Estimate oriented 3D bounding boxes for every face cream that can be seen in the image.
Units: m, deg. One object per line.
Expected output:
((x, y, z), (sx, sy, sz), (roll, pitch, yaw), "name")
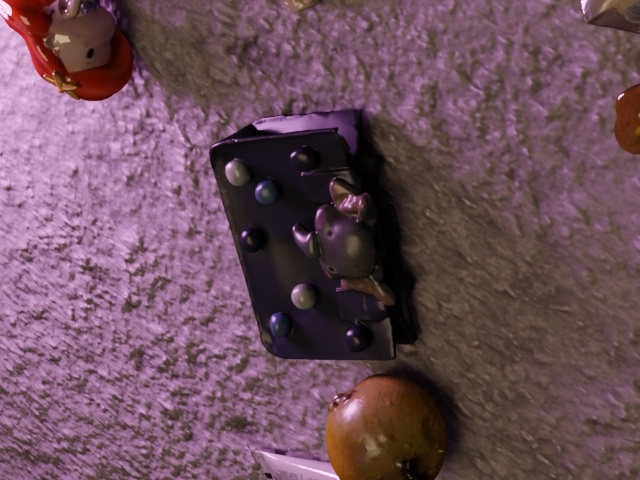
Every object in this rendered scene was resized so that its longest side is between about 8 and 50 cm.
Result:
((-0.002, 0.356, 2.013), (0.243, 0.058, 0.092), (-3, 114, 48), "face cream")

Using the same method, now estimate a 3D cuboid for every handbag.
((0.000, 0.000, 1.795), (0.269, 0.118, 0.326), (-3, 110, 41), "handbag")
((0.351, -0.264, 1.354), (0.173, 0.117, 0.095), (-29, 71, 43), "handbag")

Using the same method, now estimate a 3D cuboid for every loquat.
((0.079, 0.259, 1.827), (0.204, 0.149, 0.172), (35, 133, 42), "loquat")

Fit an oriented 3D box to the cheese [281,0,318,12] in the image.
((-0.056, -0.376, 1.704), (0.065, 0.043, 0.194), (-23, 94, 46), "cheese")

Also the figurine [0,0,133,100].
((-0.346, -0.335, 1.901), (0.208, 0.181, 0.257), (12, 129, -9), "figurine")

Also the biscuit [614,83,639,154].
((0.432, -0.143, 1.397), (0.186, 0.044, 0.295), (49, 134, 8), "biscuit")
